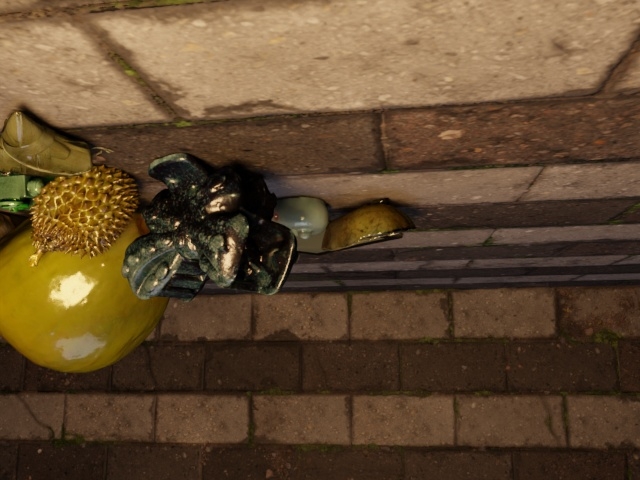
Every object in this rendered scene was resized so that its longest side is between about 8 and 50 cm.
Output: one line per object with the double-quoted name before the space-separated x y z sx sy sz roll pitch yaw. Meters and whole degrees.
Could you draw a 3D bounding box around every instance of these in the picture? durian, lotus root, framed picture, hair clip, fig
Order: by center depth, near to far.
"durian" -0.377 -0.029 0.894 0.208 0.102 0.146 -41 141 -3
"hair clip" -0.181 -0.015 0.901 0.310 0.206 0.194 -11 162 41
"fig" -0.436 0.071 1.081 0.343 0.343 0.343 0 169 0
"lotus root" 0.087 -0.033 1.127 0.183 0.078 0.203 -14 176 15
"framed picture" 0.000 0.000 1.489 0.265 0.016 0.347 7 166 -37

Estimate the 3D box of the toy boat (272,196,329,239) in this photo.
"toy boat" -0.061 -0.031 1.160 0.134 0.078 0.208 9 168 -31

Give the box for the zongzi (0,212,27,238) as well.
"zongzi" -0.688 0.056 1.213 0.260 0.123 0.289 -50 158 11

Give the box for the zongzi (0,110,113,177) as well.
"zongzi" -0.323 -0.123 0.737 0.154 0.062 0.130 0 159 -40

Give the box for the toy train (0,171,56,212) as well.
"toy train" -0.541 -0.075 0.907 0.251 0.085 0.119 -2 179 5
